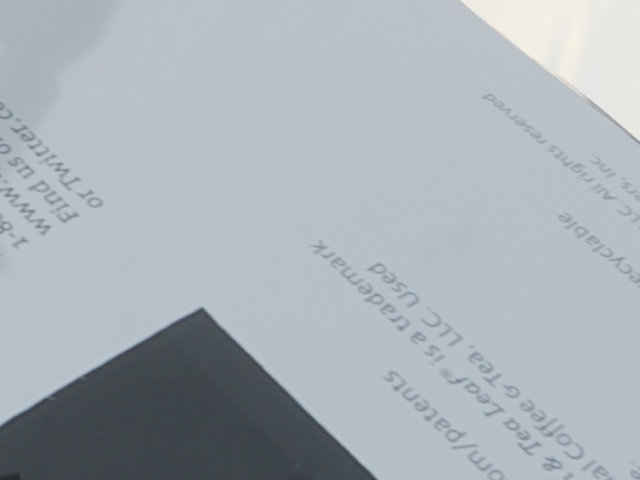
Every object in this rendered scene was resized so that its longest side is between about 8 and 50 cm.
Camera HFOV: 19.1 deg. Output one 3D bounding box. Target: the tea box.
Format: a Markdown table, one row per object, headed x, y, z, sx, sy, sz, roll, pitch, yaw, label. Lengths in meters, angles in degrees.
| x | y | z | sx | sy | sz | roll | pitch | yaw | label |
| --- | --- | --- | --- | --- | --- | --- | --- | --- | --- |
| -0.063 | 0.093 | 0.507 | 0.220 | 0.329 | 0.323 | -29 | -27 | -37 | tea box |
